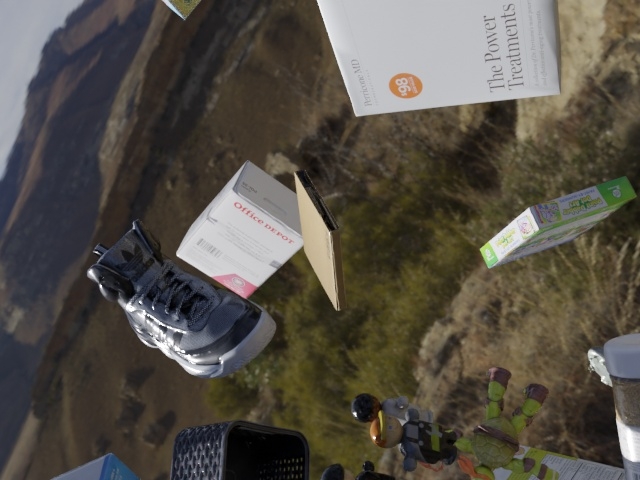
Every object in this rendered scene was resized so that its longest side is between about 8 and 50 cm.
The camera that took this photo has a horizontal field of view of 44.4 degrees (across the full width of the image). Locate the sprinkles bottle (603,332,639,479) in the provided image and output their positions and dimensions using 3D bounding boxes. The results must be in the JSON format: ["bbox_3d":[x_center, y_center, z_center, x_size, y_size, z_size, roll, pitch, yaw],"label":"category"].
[{"bbox_3d":[0.565,0.339,1.321,0.121,0.121,0.356,180,79,-69],"label":"sprinkles bottle"}]

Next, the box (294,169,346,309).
[{"bbox_3d":[0.000,0.000,1.354,0.201,0.021,0.164,83,163,-46],"label":"box"}]

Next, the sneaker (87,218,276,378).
[{"bbox_3d":[-0.170,0.061,0.875,0.268,0.153,0.101,7,50,51],"label":"sneaker"}]

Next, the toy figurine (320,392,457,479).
[{"bbox_3d":[0.099,0.348,1.216,0.213,0.148,0.210,-141,67,-81],"label":"toy figurine"}]

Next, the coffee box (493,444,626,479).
[{"bbox_3d":[0.510,0.695,1.654,0.334,0.338,0.338,2,26,42],"label":"coffee box"}]

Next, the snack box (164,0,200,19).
[{"bbox_3d":[-0.240,-0.515,1.298,0.187,0.060,0.322,-49,-14,1],"label":"snack box"}]

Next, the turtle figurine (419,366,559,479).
[{"bbox_3d":[0.283,0.321,1.308,0.217,0.269,0.087,-61,-28,-28],"label":"turtle figurine"}]

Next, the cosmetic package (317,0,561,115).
[{"bbox_3d":[0.137,-0.331,0.955,0.284,0.377,0.098,-2,51,20],"label":"cosmetic package"}]

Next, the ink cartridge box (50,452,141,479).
[{"bbox_3d":[-0.275,0.500,1.139,0.129,0.307,0.223,-27,30,14],"label":"ink cartridge box"}]

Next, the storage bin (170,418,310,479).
[{"bbox_3d":[-0.083,0.282,0.794,0.084,0.122,0.180,-18,61,39],"label":"storage bin"}]

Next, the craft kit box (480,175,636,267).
[{"bbox_3d":[0.502,-0.035,1.680,0.247,0.249,0.061,128,123,-67],"label":"craft kit box"}]

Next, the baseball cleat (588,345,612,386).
[{"bbox_3d":[0.600,0.255,1.502,0.109,0.206,0.072,-47,13,-14],"label":"baseball cleat"}]

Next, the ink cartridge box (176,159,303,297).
[{"bbox_3d":[-0.169,-0.019,1.811,0.283,0.207,0.117,-42,20,41],"label":"ink cartridge box"}]
